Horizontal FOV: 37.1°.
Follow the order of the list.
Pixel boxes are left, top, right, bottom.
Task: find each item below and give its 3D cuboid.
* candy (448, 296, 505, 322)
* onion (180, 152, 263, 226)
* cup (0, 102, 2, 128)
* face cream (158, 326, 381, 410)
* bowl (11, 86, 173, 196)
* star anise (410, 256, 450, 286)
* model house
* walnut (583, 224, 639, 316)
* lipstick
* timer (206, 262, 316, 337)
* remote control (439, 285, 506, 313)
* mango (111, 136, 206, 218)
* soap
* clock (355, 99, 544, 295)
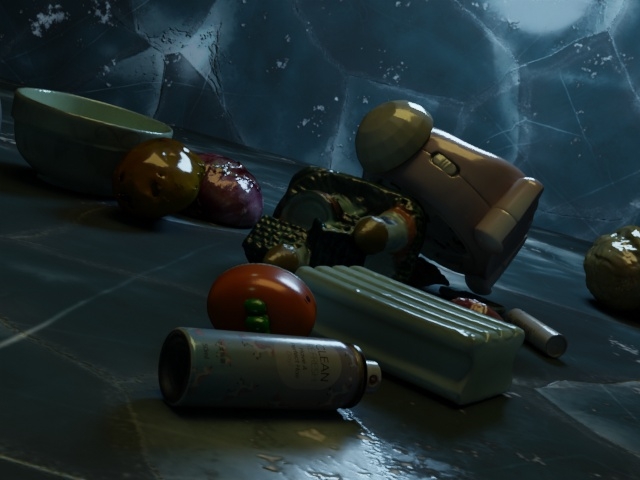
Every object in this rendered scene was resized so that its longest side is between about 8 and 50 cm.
[{"bbox_3d":[0.205,0.123,1.293,0.103,0.103,0.043,19,54,23],"label":"candy"},{"bbox_3d":[-0.217,-0.117,1.970,0.227,0.120,0.283,20,9,0],"label":"onion"},{"bbox_3d":[-0.593,-0.154,1.362,0.323,0.237,0.327,45,10,0],"label":"cup"},{"bbox_3d":[-0.041,0.129,0.937,0.229,0.075,0.075,8,12,-34],"label":"face cream"},{"bbox_3d":[-0.451,-0.184,1.854,0.307,0.163,0.307,14,9,-2],"label":"bowl"},{"bbox_3d":[0.143,0.045,1.732,0.195,0.065,0.182,18,10,10],"label":"star anise"},{"bbox_3d":[0.000,0.000,1.478,0.253,0.185,0.291,23,17,21],"label":"model house"},{"bbox_3d":[0.673,0.066,2.055,0.198,0.198,0.245,14,6,-3],"label":"walnut"},{"bbox_3d":[0.342,0.146,1.526,0.040,0.040,0.141,11,9,-20],"label":"lipstick"},{"bbox_3d":[-0.069,0.080,1.104,0.136,0.099,0.136,3,5,0],"label":"timer"},{"bbox_3d":[0.272,0.107,1.713,0.124,0.018,0.053,23,12,42],"label":"remote control"},{"bbox_3d":[-0.281,-0.111,1.720,0.155,0.151,0.248,15,11,13],"label":"mango"},{"bbox_3d":[0.104,0.112,1.211,0.265,0.088,0.159,20,11,32],"label":"soap"},{"bbox_3d":[0.209,-0.081,1.685,0.325,0.184,0.342,33,-20,16],"label":"clock"}]
